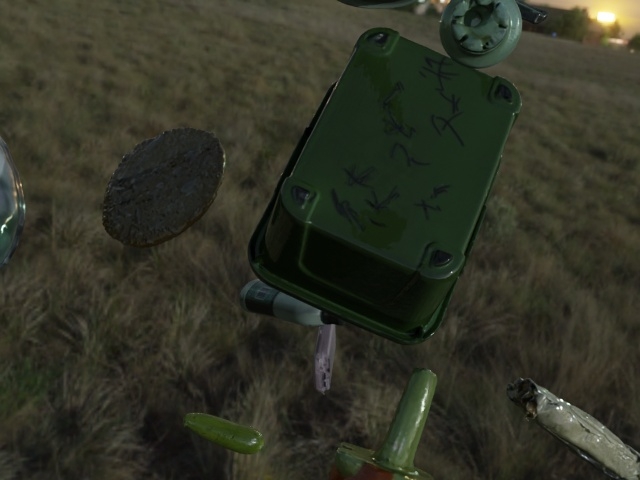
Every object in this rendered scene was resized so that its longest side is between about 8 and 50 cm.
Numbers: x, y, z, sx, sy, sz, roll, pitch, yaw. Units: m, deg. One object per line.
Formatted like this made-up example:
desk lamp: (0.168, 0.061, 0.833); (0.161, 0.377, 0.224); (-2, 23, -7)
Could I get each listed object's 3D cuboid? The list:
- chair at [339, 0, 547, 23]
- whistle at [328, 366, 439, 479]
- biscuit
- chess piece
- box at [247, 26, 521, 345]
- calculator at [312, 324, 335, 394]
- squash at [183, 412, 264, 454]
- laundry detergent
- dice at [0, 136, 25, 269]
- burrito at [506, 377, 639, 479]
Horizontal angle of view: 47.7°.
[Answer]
chair: (0.133, -0.345, 0.829); (0.203, 0.190, 0.275); (7, 19, -36)
whistle: (0.053, 0.260, 0.701); (0.106, 0.288, 0.131); (18, -7, 8)
biscuit: (-0.238, -0.084, 1.091); (0.220, 0.219, 0.033); (21, -20, 34)
chess piece: (0.125, -0.168, 0.567); (0.067, 0.067, 0.103); (11, 17, 10)
box: (0.086, -0.072, 0.849); (0.253, 0.328, 0.178); (24, -23, 0)
calculator: (0.009, 0.221, 1.441); (0.032, 0.100, 0.175); (2, 32, 6)
squash: (-0.228, 0.450, 1.696); (0.201, 0.066, 0.066); (22, 17, -10)
laundry detergent: (-0.043, 0.124, 1.390); (0.226, 0.070, 0.099); (8, 3, 35)
dice: (-0.682, -0.069, 1.073); (0.330, 0.327, 0.348); (-25, -11, 14)
burrito: (0.278, 0.206, 0.771); (0.185, 0.045, 0.041); (37, 6, -12)
